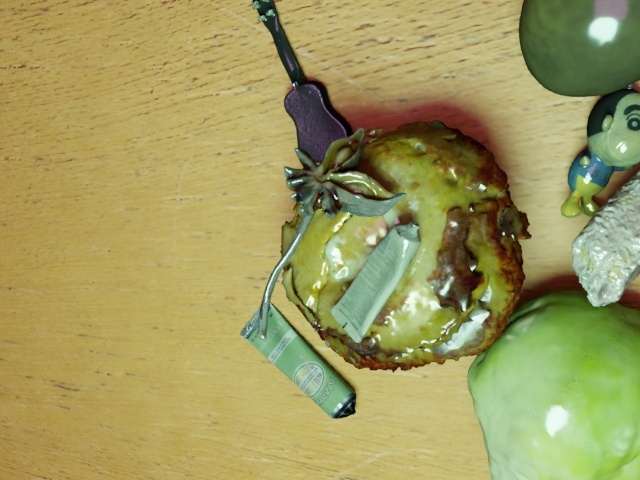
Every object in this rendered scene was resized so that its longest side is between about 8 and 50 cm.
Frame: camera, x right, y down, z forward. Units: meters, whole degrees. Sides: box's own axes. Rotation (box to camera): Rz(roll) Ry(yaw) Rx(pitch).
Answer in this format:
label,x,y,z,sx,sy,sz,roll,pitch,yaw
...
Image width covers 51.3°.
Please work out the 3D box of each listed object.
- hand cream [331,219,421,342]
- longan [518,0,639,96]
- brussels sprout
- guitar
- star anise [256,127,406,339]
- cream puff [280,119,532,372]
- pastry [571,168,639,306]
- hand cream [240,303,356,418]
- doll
label,x,y,z,sx,sy,sz,roll,pitch,yaw
hand cream,0.067,0.044,0.782,0.057,0.037,0.165,47,120,31
longan,0.329,-0.269,0.775,0.212,0.198,0.198,-40,89,25
brussels sprout,0.326,0.206,0.870,0.316,0.243,0.274,-41,112,2
guitar,-0.038,-0.246,0.991,0.083,0.038,0.271,-23,96,22
star anise,0.000,0.000,0.845,0.148,0.218,0.227,30,145,11
cream puff,0.122,0.018,0.898,0.350,0.228,0.351,-8,78,39
pastry,0.408,-0.034,0.817,0.265,0.103,0.112,-34,65,-9
hand cream,-0.033,0.207,1.106,0.235,0.055,0.086,42,111,13
doll,0.371,-0.111,0.858,0.089,0.102,0.179,35,121,51
